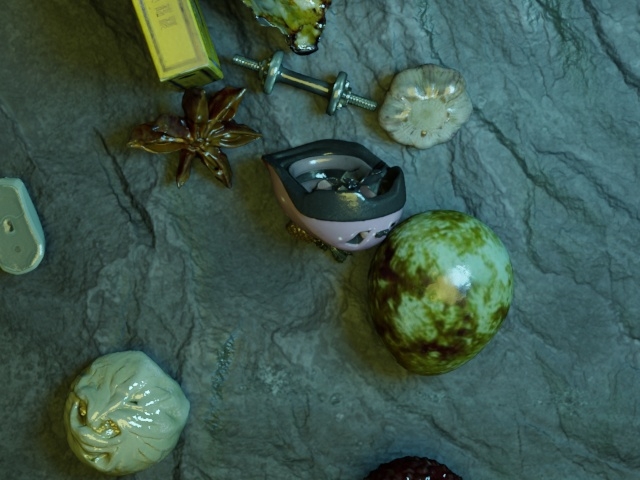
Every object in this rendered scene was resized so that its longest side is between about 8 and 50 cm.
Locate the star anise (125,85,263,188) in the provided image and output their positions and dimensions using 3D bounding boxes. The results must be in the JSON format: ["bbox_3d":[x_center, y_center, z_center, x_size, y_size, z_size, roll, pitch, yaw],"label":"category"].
[{"bbox_3d":[-0.202,-0.186,1.811,0.212,0.111,0.196,20,130,-21],"label":"star anise"}]

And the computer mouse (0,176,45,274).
[{"bbox_3d":[-0.530,-0.030,1.863,0.089,0.056,0.181,-19,88,1],"label":"computer mouse"}]

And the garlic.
[{"bbox_3d":[0.176,-0.227,1.812,0.159,0.102,0.147,-34,109,16],"label":"garlic"}]

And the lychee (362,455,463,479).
[{"bbox_3d":[0.155,0.500,1.830,0.260,0.260,0.260,0,97,1],"label":"lychee"}]

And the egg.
[{"bbox_3d":[0.191,0.089,1.783,0.238,0.238,0.289,17,116,-2],"label":"egg"}]

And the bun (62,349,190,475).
[{"bbox_3d":[-0.346,0.305,1.864,0.231,0.133,0.231,0,97,3],"label":"bun"}]

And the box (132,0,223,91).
[{"bbox_3d":[-0.229,-0.343,1.699,0.084,0.301,0.193,-20,95,0],"label":"box"}]

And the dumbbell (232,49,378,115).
[{"bbox_3d":[-0.026,-0.265,1.818,0.254,0.081,0.081,19,97,-3],"label":"dumbbell"}]

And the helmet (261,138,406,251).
[{"bbox_3d":[0.027,-0.067,1.769,0.198,0.253,0.154,-19,112,-35],"label":"helmet"}]

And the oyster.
[{"bbox_3d":[-0.127,-0.443,1.734,0.361,0.096,0.221,21,62,-35],"label":"oyster"}]

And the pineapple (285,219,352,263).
[{"bbox_3d":[0.000,0.000,1.864,0.124,0.058,0.058,41,95,-8],"label":"pineapple"}]
